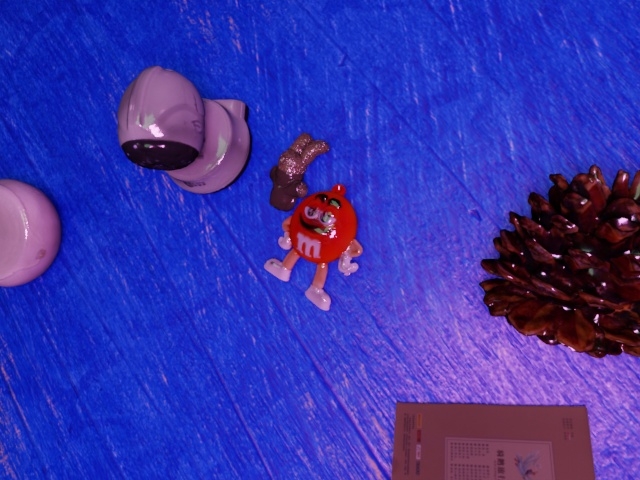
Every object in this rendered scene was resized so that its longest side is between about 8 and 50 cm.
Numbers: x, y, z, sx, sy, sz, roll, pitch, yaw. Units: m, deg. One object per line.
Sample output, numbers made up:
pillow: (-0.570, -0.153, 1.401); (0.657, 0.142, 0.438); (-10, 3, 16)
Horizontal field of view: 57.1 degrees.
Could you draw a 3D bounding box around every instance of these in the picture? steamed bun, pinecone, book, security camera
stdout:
steamed bun: (-0.663, -0.017, 1.284); (0.232, 0.145, 0.232); (1, 93, 19)
pinecone: (0.400, 0.028, 0.870); (0.298, 0.242, 0.296); (30, 91, 36)
book: (0.268, 0.366, 0.932); (0.310, 0.021, 0.217); (-3, 55, 18)
security camera: (-0.265, -0.206, 1.111); (0.197, 0.277, 0.191); (2, 81, 18)

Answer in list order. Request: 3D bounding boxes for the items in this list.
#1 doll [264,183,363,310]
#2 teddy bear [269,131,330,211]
doll: (0.000, 0.000, 1.095); (0.183, 0.085, 0.217); (33, 102, 21)
teddy bear: (-0.056, -0.133, 1.130); (0.119, 0.078, 0.160); (32, 99, 47)
